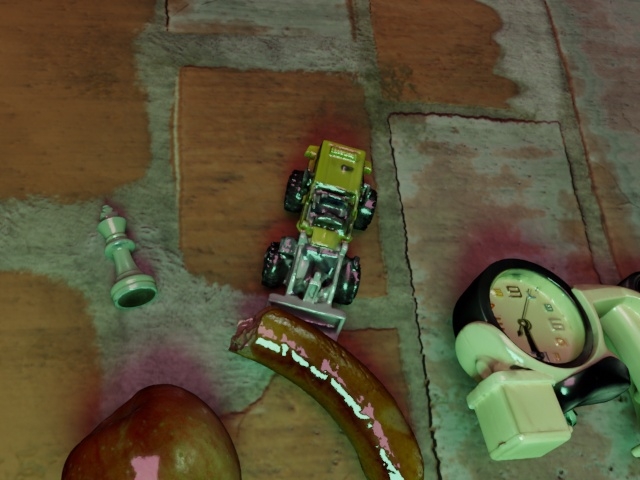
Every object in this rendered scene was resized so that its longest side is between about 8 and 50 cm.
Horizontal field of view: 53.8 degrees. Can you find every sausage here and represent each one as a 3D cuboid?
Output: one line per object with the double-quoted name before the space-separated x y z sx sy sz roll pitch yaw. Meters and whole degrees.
"sausage" 0.020 0.189 0.772 0.302 0.076 0.103 43 67 1

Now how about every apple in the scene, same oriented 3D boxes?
"apple" -0.176 0.252 0.679 0.181 0.181 0.168 -43 102 -23

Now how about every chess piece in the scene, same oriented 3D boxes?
"chess piece" -0.266 0.015 0.834 0.059 0.059 0.149 -21 65 -17

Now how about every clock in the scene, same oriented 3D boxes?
"clock" 0.351 0.153 0.806 0.379 0.120 0.276 5 52 -18

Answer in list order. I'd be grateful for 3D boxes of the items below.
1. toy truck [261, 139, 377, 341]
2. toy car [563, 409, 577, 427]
"toy truck" 0.000 0.000 0.851 0.136 0.111 0.286 14 67 -5
"toy car" 0.271 0.202 0.834 0.073 0.054 0.143 -17 66 -33
